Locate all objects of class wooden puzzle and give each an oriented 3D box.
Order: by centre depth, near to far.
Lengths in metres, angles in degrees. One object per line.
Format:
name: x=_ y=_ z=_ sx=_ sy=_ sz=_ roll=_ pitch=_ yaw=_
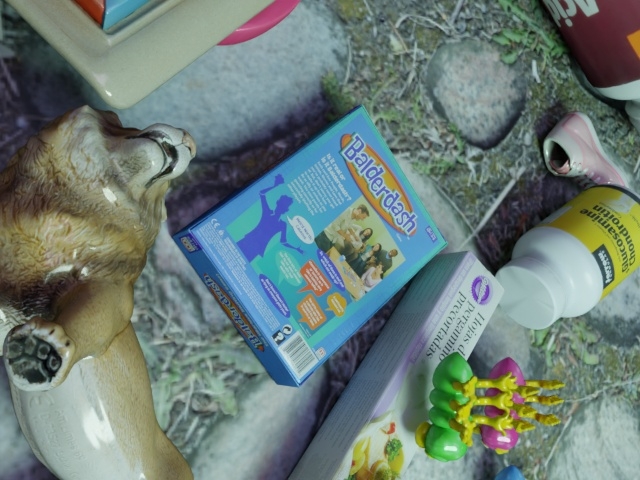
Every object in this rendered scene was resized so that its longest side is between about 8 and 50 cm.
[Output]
wooden puzzle: x=-0.145 y=-0.239 z=0.479 sx=0.239 sy=0.044 sz=0.221 roll=47 pitch=60 yaw=-7

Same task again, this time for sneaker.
sneaker: x=0.306 y=-0.079 z=0.804 sx=0.070 sy=0.051 sz=0.134 roll=-37 pitch=98 yaw=-28

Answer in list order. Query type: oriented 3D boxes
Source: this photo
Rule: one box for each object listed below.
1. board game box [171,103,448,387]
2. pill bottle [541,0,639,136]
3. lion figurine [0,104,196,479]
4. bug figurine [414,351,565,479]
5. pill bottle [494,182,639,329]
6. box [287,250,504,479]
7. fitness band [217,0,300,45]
board game box: x=0.000 y=0.000 z=0.612 sx=0.210 sy=0.047 sz=0.160 roll=-39 pitch=102 yaw=-28
pill bottle: x=0.366 y=-0.302 z=0.770 sx=0.224 sy=0.224 sz=0.392 roll=-45 pitch=105 yaw=-28
lion figurine: x=-0.147 y=0.111 z=0.454 sx=0.142 sy=0.240 sz=0.392 roll=-3 pitch=102 yaw=2
bug figurine: x=0.135 y=0.209 z=0.609 sx=0.279 sy=0.072 sz=0.216 roll=14 pitch=86 yaw=-50
pill bottle: x=0.272 y=0.018 z=0.738 sx=0.184 sy=0.103 sz=0.103 roll=-31 pitch=99 yaw=-30
box: x=0.059 y=0.149 z=0.616 sx=0.063 sy=0.067 sz=0.324 roll=45 pitch=63 yaw=-19
fitness band: x=-0.115 y=-0.313 z=0.590 sx=0.209 sy=0.054 sz=0.291 roll=-22 pitch=96 yaw=-34
